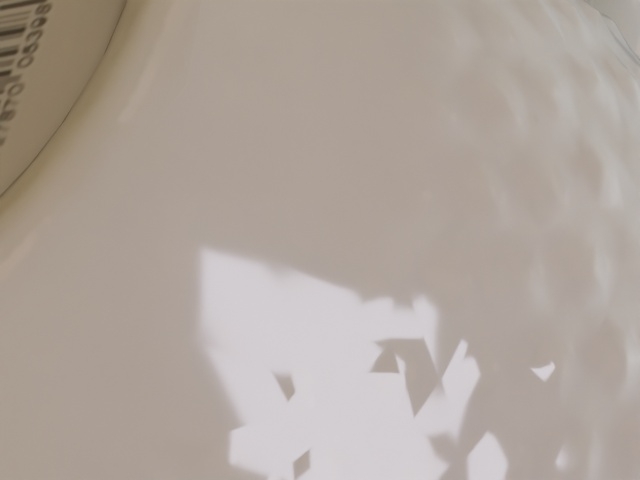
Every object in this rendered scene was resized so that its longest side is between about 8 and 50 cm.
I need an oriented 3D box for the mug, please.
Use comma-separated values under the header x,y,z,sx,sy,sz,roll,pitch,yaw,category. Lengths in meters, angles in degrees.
x,y,z,sx,sy,sz,roll,pitch,yaw,category
0.000,0.000,0.488,0.328,0.276,0.374,46,61,-46,mug
